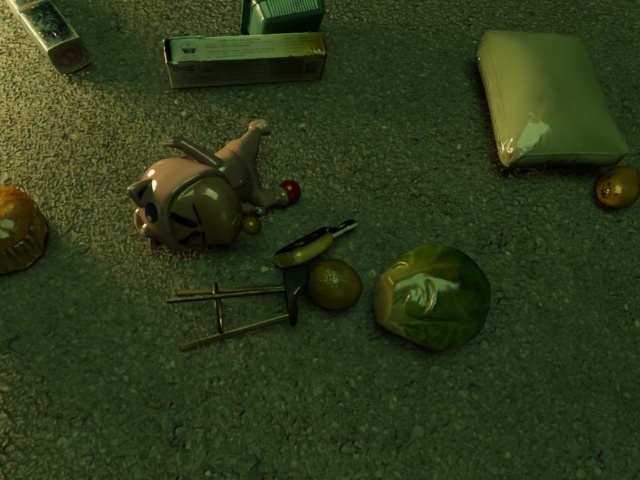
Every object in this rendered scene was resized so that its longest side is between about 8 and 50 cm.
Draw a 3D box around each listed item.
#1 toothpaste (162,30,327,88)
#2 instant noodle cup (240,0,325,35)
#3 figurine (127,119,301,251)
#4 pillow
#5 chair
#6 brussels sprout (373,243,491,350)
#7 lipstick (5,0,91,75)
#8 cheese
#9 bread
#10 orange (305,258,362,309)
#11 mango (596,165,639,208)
[{"bbox_3d":[-0.147,-0.358,1.013,0.312,0.089,0.071,-7,73,-11],"label":"toothpaste"},{"bbox_3d":[-0.069,-0.454,1.037,0.179,0.157,0.070,-18,84,-14],"label":"instant noodle cup"},{"bbox_3d":[-0.166,-0.086,0.844,0.287,0.176,0.186,-29,45,-33],"label":"figurine"},{"bbox_3d":[0.460,-0.292,1.034,0.255,0.120,0.322,0,65,-7],"label":"pillow"},{"bbox_3d":[-0.120,0.105,0.802,0.221,0.104,0.095,-11,96,-7],"label":"chair"},{"bbox_3d":[0.178,0.087,0.816,0.180,0.144,0.162,12,99,-14],"label":"brussels sprout"},{"bbox_3d":[-0.567,-0.456,1.016,0.077,0.076,0.290,-34,71,-18],"label":"lipstick"},{"bbox_3d":[-0.001,-0.001,0.875,0.162,0.086,0.036,-29,97,-33],"label":"cheese"},{"bbox_3d":[-0.539,-0.017,0.797,0.190,0.114,0.132,-7,64,-16],"label":"bread"},{"bbox_3d":[0.024,0.072,0.831,0.095,0.085,0.085,18,63,-13],"label":"orange"},{"bbox_3d":[0.590,-0.108,0.998,0.114,0.057,0.079,-38,67,-24],"label":"mango"}]
